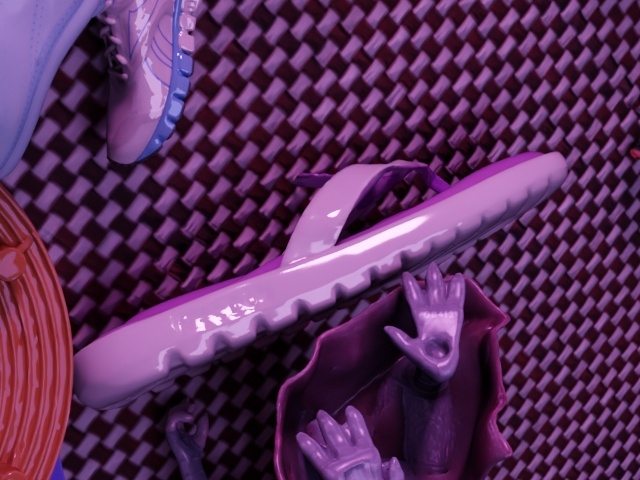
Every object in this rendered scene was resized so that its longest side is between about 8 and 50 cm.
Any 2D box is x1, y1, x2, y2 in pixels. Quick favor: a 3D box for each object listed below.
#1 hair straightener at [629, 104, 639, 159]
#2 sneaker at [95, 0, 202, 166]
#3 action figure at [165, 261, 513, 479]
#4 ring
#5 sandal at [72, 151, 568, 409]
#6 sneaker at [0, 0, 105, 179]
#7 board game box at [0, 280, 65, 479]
[{"bbox_3d":[0.368,-0.136,1.284,0.230,0.047,0.089,-19,122,-31],"label":"hair straightener"},{"bbox_3d":[-0.119,-0.142,0.893,0.083,0.071,0.190,9,97,-34],"label":"sneaker"},{"bbox_3d":[0.046,0.190,1.035,0.248,0.275,0.370,-18,149,-22],"label":"action figure"},{"bbox_3d":[-0.296,0.086,0.819,0.337,0.032,0.336,-5,99,-32],"label":"ring"},{"bbox_3d":[0.006,-0.004,1.021,0.416,0.169,0.102,-24,84,-27],"label":"sandal"},{"bbox_3d":[-0.171,-0.198,0.797,0.150,0.135,0.365,11,106,-63],"label":"sneaker"},{"bbox_3d":[-0.271,0.190,0.943,0.214,0.046,0.317,-24,124,-27],"label":"board game box"}]
